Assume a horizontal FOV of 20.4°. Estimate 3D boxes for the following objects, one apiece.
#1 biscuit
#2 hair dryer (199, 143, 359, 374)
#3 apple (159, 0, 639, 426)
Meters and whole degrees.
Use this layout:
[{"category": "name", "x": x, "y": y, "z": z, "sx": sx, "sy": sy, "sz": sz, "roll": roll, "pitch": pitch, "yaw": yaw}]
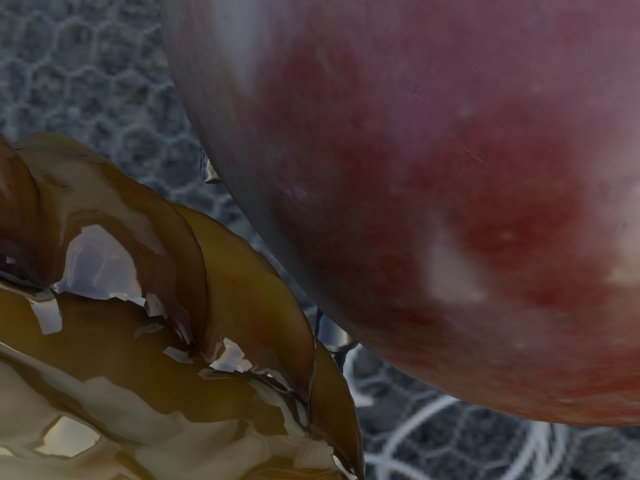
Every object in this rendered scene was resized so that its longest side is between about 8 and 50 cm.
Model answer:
[{"category": "biscuit", "x": -0.146, "y": 0.065, "z": 0.594, "sx": 0.326, "sy": 0.326, "sz": 0.107, "roll": -30, "pitch": 43, "yaw": 33}, {"category": "hair dryer", "x": 0.000, "y": 0.000, "z": 1.221, "sx": 0.078, "sy": 0.196, "sz": 0.248, "roll": 34, "pitch": 125, "yaw": 53}, {"category": "apple", "x": 0.100, "y": -0.095, "z": 0.638, "sx": 0.269, "sy": 0.345, "sz": 0.344, "roll": -1, "pitch": 89, "yaw": 36}]
